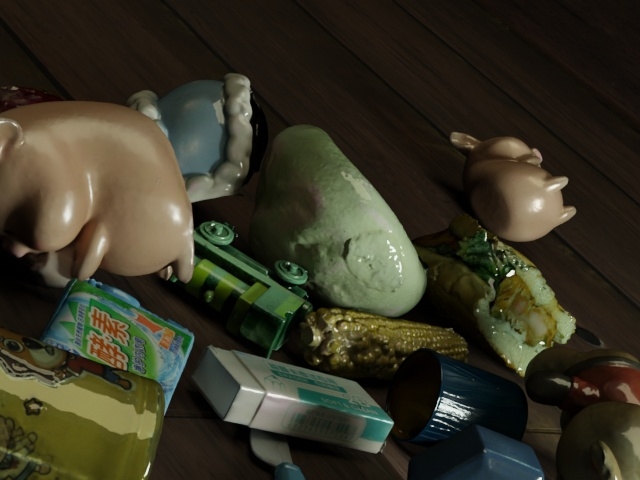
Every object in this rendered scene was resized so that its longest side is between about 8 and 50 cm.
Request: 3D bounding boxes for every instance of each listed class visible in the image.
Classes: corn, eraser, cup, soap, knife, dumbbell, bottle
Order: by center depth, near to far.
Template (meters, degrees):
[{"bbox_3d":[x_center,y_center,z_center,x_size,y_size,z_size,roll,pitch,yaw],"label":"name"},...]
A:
[{"bbox_3d":[-0.322,0.143,1.435,0.351,0.171,0.171,23,21,-17],"label":"bottle"},{"bbox_3d":[0.186,0.331,1.702,0.144,0.160,0.325,54,8,-30],"label":"dumbbell"},{"bbox_3d":[-0.222,0.134,1.725,0.156,0.077,0.293,27,20,-7],"label":"soap"},{"bbox_3d":[-0.046,0.234,1.798,0.058,0.032,0.244,15,19,-19],"label":"knife"},{"bbox_3d":[-0.029,0.181,1.882,0.225,0.052,0.095,17,17,-37],"label":"eraser"},{"bbox_3d":[0.163,0.220,2.022,0.138,0.150,0.113,20,-12,-27],"label":"cup"},{"bbox_3d":[0.080,0.136,2.116,0.288,0.086,0.086,10,27,-45],"label":"corn"}]

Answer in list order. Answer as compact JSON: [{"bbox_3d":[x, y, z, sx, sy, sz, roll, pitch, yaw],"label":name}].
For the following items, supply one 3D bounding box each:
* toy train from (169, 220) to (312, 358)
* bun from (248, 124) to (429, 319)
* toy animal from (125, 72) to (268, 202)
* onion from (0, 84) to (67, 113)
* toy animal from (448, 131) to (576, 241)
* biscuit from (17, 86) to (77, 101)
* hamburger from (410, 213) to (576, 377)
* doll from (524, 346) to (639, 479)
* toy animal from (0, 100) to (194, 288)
[{"bbox_3d":[-0.109,0.052,2.070,0.200,0.083,0.132,28,28,11],"label":"toy train"},{"bbox_3d":[0.000,0.000,2.193,0.293,0.187,0.293,51,-4,5],"label":"bun"},{"bbox_3d":[-0.172,-0.135,2.223,0.204,0.156,0.208,-9,10,2],"label":"toy animal"},{"bbox_3d":[-0.358,-0.127,2.084,0.314,0.146,0.280,17,20,-19],"label":"onion"},{"bbox_3d":[0.328,-0.091,2.898,0.154,0.166,0.250,-19,28,-7],"label":"toy animal"},{"bbox_3d":[-0.362,-0.163,2.319,0.176,0.031,0.228,34,20,18],"label":"biscuit"},{"bbox_3d":[0.222,0.066,2.344,0.211,0.132,0.309,36,-3,35],"label":"hamburger"},{"bbox_3d":[0.363,0.246,2.021,0.235,0.174,0.330,54,17,-29],"label":"doll"},{"bbox_3d":[-0.282,-0.052,1.899,0.256,0.212,0.195,-3,6,-26],"label":"toy animal"}]
